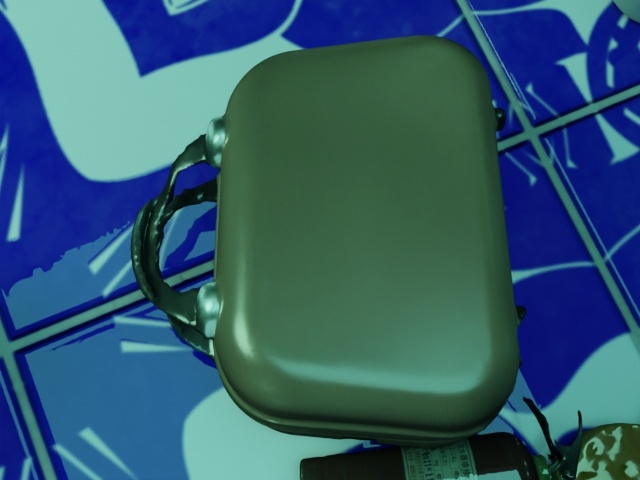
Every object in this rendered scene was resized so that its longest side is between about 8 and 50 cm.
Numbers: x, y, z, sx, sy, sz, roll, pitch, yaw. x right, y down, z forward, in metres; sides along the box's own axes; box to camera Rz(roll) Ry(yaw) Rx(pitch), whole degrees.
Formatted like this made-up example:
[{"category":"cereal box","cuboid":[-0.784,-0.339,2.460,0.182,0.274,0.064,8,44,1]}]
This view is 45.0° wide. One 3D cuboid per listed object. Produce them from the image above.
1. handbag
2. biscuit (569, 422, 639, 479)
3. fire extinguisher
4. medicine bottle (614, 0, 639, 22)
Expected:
[{"category":"handbag","cuboid":[0.000,0.000,0.585,0.282,0.149,0.302,-1,68,-1]},{"category":"biscuit","cuboid":[0.377,0.223,0.617,0.375,0.051,0.270,2,73,0]},{"category":"fire extinguisher","cuboid":[0.099,0.177,0.599,0.231,0.071,0.099,-9,51,-2]},{"category":"medicine bottle","cuboid":[0.334,-0.281,0.638,0.095,0.260,0.095,1,74,-3]}]
